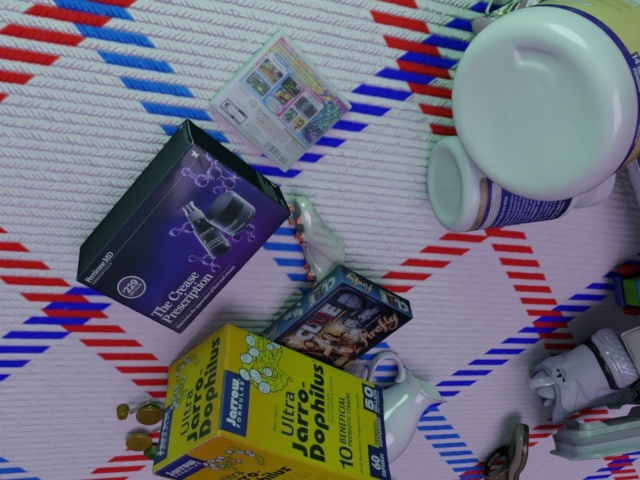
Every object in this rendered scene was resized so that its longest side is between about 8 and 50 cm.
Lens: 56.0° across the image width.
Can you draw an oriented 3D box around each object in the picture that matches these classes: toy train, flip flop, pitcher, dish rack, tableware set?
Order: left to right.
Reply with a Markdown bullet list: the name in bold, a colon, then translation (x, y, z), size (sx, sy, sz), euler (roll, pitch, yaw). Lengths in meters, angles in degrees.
- **tableware set**: translation (-0.319, 0.350, 1.115), size (0.104, 0.024, 0.154), euler (-28, 126, 4)
- **pitcher**: translation (0.122, 0.338, 1.203), size (0.178, 0.125, 0.207), euler (43, 90, -12)
- **flip flop**: translation (0.431, 0.541, 1.432), size (0.080, 0.112, 0.277), euler (9, 123, 7)
- **dish rack**: translation (0.647, 0.405, 1.292), size (0.285, 0.072, 0.333), euler (-13, 163, 7)
- **toy train**: translation (0.734, 0.085, 1.204), size (0.248, 0.143, 0.105), euler (-10, 93, -12)

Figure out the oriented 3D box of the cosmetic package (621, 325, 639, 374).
- **cosmetic package**: translation (0.756, 0.223, 1.227), size (0.296, 0.153, 0.129), euler (-1, 154, -45)

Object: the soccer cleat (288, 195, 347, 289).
- **soccer cleat**: translation (0.000, 0.000, 0.982), size (0.076, 0.068, 0.196), euler (-23, 132, -9)

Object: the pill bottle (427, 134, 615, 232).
- **pill bottle**: translation (0.319, -0.102, 0.966), size (0.264, 0.153, 0.153), euler (-7, 122, -13)

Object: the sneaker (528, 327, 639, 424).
- **sneaker**: translation (0.593, 0.311, 1.324), size (0.210, 0.137, 0.366), euler (-32, 142, 22)

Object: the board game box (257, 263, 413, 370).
- **board game box**: translation (0.017, 0.156, 1.054), size (0.165, 0.042, 0.243), euler (28, 124, -29)

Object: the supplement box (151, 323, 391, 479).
- **supplement box**: translation (-0.073, 0.321, 1.038), size (0.356, 0.194, 0.195), euler (28, 130, -30)

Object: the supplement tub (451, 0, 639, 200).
- **supplement tub**: translation (0.366, -0.217, 0.808), size (0.331, 0.241, 0.241), euler (-29, 129, -31)

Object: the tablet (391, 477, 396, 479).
- **tablet**: translation (0.168, 0.597, 1.430), size (0.054, 0.006, 0.083), euler (-31, 124, 3)

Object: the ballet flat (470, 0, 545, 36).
- **ballet flat**: translation (0.307, -0.368, 0.858), size (0.221, 0.077, 0.079), euler (-43, 98, 10)

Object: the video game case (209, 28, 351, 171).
- **video game case**: translation (-0.055, -0.196, 0.870), size (0.143, 0.019, 0.157), euler (-43, 122, 10)

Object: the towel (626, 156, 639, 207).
- **towel**: translation (0.715, -0.092, 1.071), size (0.320, 0.090, 0.374), euler (-34, 108, -10)

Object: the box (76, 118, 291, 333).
- **box**: translation (-0.201, -0.014, 0.885), size (0.184, 0.103, 0.261), euler (36, 104, -29)
